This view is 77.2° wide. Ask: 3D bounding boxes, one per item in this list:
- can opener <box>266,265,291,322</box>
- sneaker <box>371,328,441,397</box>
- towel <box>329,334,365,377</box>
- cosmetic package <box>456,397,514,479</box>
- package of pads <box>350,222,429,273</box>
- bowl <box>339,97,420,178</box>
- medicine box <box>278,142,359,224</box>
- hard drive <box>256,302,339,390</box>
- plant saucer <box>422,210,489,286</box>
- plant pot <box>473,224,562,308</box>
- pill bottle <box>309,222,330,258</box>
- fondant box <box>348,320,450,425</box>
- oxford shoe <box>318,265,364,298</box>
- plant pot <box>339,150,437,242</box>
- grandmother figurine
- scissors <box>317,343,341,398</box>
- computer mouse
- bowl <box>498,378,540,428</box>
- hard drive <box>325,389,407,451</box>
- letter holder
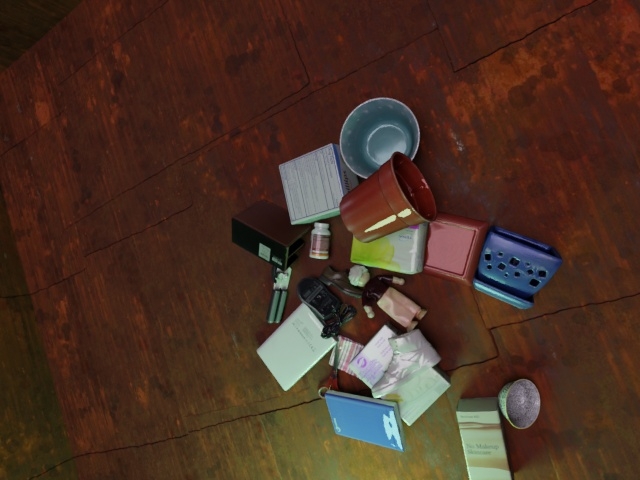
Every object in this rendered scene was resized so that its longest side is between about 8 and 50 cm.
[{"bbox_3d":[-0.196,0.242,1.853,0.093,0.074,0.280,16,97,56],"label":"can opener"},{"bbox_3d":[0.285,0.454,1.519,0.293,0.108,0.169,-35,78,4],"label":"sneaker"},{"bbox_3d":[0.141,0.510,1.731,0.197,0.029,0.144,20,98,21],"label":"towel"},{"bbox_3d":[0.611,0.753,1.487,0.153,0.129,0.295,-13,86,24],"label":"cosmetic package"},{"bbox_3d":[0.271,0.004,1.598,0.297,0.101,0.228,7,92,34],"label":"package of pads"},{"bbox_3d":[0.248,-0.385,1.588,0.312,0.163,0.311,0,91,23],"label":"bowl"},{"bbox_3d":[-0.001,-0.227,1.677,0.290,0.149,0.263,-14,86,34],"label":"medicine box"},{"bbox_3d":[-0.109,0.477,1.818,0.353,0.047,0.233,-47,70,17],"label":"hard drive"},{"bbox_3d":[0.489,0.025,1.563,0.259,0.048,0.258,16,98,21],"label":"plant saucer"},{"bbox_3d":[0.665,0.093,1.398,0.236,0.236,0.211,23,107,20],"label":"plant pot"},{"bbox_3d":[0.000,0.000,1.745,0.086,0.086,0.151,8,95,22],"label":"pill bottle"},{"bbox_3d":[0.312,0.526,1.608,0.330,0.096,0.238,42,102,14],"label":"fondant box"},{"bbox_3d":[0.108,0.175,1.710,0.227,0.083,0.096,27,92,16],"label":"oxford shoe"},{"bbox_3d":[0.228,-0.131,1.438,0.265,0.273,0.272,-30,80,34],"label":"plant pot"},{"bbox_3d":[0.251,0.224,1.622,0.342,0.104,0.208,40,65,15],"label":"grandmother figurine"},{"bbox_3d":[0.069,0.594,1.752,0.109,0.021,0.296,27,108,24],"label":"scissors"},{"bbox_3d":[0.003,0.279,1.749,0.188,0.072,0.272,-41,78,-11],"label":"computer mouse"},{"bbox_3d":[0.703,0.581,1.455,0.080,0.170,0.169,168,94,-67],"label":"bowl"},{"bbox_3d":[0.180,0.735,1.647,0.319,0.040,0.210,-4,108,36],"label":"hard drive"},{"bbox_3d":[-0.217,-0.034,1.817,0.302,0.214,0.151,28,134,19],"label":"letter holder"}]
